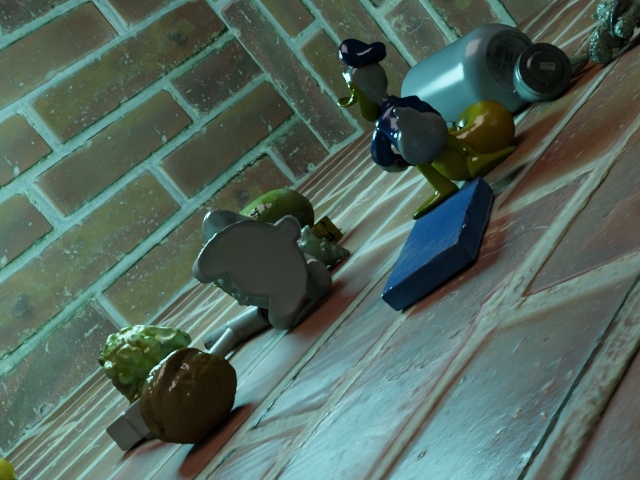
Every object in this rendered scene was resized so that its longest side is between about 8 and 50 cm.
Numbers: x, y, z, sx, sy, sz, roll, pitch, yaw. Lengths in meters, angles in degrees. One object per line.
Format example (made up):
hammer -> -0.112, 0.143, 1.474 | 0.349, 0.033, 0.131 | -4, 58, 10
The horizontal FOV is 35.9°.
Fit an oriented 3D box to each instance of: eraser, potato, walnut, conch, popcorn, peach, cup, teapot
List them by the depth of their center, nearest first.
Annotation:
eraser -> 0.183, -0.001, 1.484 | 0.144, 0.043, 0.312 | -37, 8, 24
walnut -> -0.215, 0.246, 1.587 | 0.166, 0.149, 0.166 | -19, 33, 13
peach -> 0.284, -0.186, 1.858 | 0.179, 0.103, 0.179 | -40, 7, 6
teapot -> 0.442, -0.335, 1.963 | 0.149, 0.111, 0.108 | -47, -5, -16
popcorn -> -0.367, 0.268, 2.072 | 0.167, 0.185, 0.187 | -13, -5, 28
conch -> -0.048, 0.049, 2.102 | 0.234, 0.137, 0.114 | -27, -15, 24
cup -> 0.335, -0.348, 2.185 | 0.205, 0.205, 0.312 | -42, 9, -22
potato -> -0.133, 0.009, 2.326 | 0.307, 0.210, 0.173 | -49, 29, -11

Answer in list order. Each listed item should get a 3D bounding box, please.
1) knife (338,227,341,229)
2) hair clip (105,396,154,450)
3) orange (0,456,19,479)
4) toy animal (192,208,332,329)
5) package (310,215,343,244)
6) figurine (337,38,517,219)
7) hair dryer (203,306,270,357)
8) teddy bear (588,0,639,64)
knife -> -0.041, 0.034, 2.500 | 0.247, 0.018, 0.035 | -34, 6, 20
hair clip -> -0.299, 0.309, 1.848 | 0.101, 0.085, 0.331 | -43, 2, -43
orange -> -0.761, 0.581, 2.154 | 0.240, 0.171, 0.240 | -37, 12, 9
toy animal -> -0.106, 0.043, 1.931 | 0.206, 0.271, 0.265 | -61, -3, -1
package -> 0.000, 0.000, 2.273 | 0.047, 0.071, 0.131 | -37, 9, 28
figurine -> 0.153, -0.220, 1.728 | 0.204, 0.338, 0.283 | -35, -5, 2
hair dryer -> -0.204, 0.225, 2.002 | 0.195, 0.054, 0.220 | -33, 11, 38
teddy bear -> 0.581, -0.432, 1.837 | 0.213, 0.111, 0.133 | -36, 12, 37
